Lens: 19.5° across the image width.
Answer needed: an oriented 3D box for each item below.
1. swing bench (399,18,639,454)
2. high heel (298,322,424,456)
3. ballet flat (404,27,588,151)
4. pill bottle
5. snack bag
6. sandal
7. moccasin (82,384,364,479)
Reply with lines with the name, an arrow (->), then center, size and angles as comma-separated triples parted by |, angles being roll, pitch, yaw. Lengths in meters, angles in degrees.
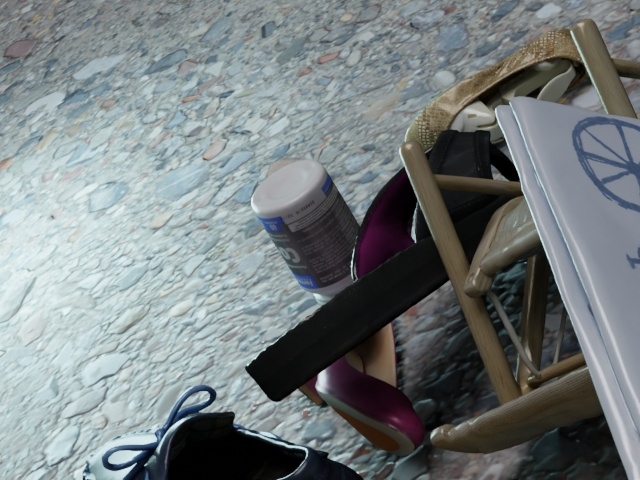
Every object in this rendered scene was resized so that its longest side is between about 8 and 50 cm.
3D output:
swing bench -> 0.199, 0.010, 1.364 | 0.253, 0.165, 0.254 | -32, 60, 54
high heel -> 0.052, 0.104, 1.567 | 0.117, 0.082, 0.244 | -48, 17, -7
ballet flat -> 0.179, -0.138, 1.844 | 0.206, 0.073, 0.067 | -36, 42, 1
pill bottle -> 0.000, 0.000, 1.725 | 0.078, 0.137, 0.078 | -24, 28, 14
snack bag -> 0.297, 0.042, 1.148 | 0.323, 0.342, 0.037 | -106, 32, -43
sandal -> 0.089, -0.018, 1.557 | 0.446, 0.107, 0.167 | -33, -5, -45
moccasin -> -0.084, 0.184, 1.535 | 0.342, 0.117, 0.137 | -2, 40, 44
